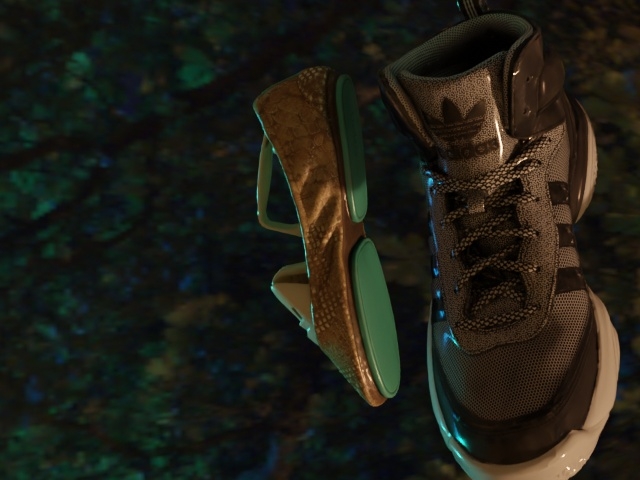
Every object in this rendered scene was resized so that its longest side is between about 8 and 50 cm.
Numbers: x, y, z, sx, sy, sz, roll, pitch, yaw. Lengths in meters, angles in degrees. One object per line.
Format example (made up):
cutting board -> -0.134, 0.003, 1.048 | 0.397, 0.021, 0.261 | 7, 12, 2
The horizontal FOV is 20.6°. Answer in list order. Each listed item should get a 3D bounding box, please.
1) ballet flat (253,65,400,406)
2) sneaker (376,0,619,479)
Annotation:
ballet flat -> 0.000, 0.000, 1.055 | 0.067, 0.073, 0.206 | -7, -83, 17
sneaker -> 0.084, -0.012, 0.901 | 0.101, 0.153, 0.268 | -12, -132, 20
